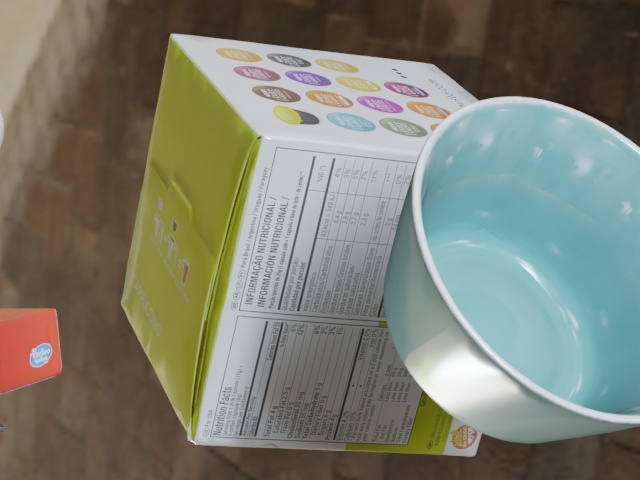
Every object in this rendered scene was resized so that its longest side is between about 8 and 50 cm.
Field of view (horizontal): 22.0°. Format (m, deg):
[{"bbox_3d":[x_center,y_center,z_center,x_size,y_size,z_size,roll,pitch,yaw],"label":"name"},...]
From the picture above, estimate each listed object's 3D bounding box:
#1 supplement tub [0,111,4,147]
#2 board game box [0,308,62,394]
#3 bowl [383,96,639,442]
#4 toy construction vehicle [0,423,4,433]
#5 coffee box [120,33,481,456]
[{"bbox_3d":[-0.438,-0.088,1.732,0.144,0.144,0.199,-60,0,40],"label":"supplement tub"},{"bbox_3d":[-0.414,0.113,1.431,0.242,0.316,0.064,-1,96,24],"label":"board game box"},{"bbox_3d":[0.177,0.049,1.402,0.163,0.312,0.311,-50,44,46],"label":"bowl"},{"bbox_3d":[-0.347,0.171,1.685,0.035,0.098,0.085,31,111,29],"label":"toy construction vehicle"},{"bbox_3d":[0.000,0.000,1.773,0.337,0.334,0.338,-130,49,-59],"label":"coffee box"}]
